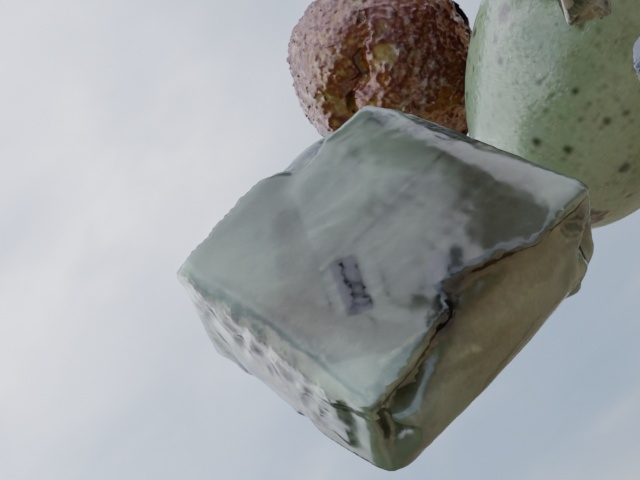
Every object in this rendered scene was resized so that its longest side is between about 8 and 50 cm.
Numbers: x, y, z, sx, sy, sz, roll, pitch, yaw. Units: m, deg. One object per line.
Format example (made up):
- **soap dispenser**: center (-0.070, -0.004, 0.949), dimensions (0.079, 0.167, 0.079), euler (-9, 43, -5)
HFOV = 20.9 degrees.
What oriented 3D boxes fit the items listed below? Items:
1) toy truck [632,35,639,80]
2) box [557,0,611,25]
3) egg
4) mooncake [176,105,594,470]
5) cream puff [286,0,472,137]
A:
- **toy truck**: center (0.323, -0.180, 1.424), dimensions (0.074, 0.088, 0.202), euler (-30, -14, -23)
- **box**: center (0.234, -0.236, 1.572), dimensions (0.045, 0.062, 0.098), euler (-15, 17, 9)
- **egg**: center (0.303, -0.192, 1.870), dimensions (0.287, 0.287, 0.379), euler (-6, -71, -59)
- **mooncake**: center (0.052, 0.027, 1.299), dimensions (0.250, 0.254, 0.136), euler (-42, -37, -21)
- **cream puff**: center (0.073, -0.195, 2.014), dimensions (0.164, 0.240, 0.240), euler (-75, 11, -58)
